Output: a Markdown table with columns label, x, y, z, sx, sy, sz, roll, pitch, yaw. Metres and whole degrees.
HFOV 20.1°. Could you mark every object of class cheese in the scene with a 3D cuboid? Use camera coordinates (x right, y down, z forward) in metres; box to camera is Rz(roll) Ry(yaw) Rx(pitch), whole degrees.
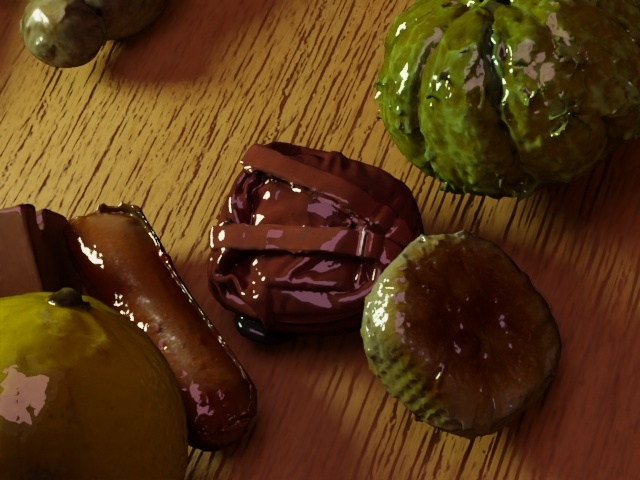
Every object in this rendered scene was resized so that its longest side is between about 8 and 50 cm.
| label | x | y | z | sx | sy | sz | roll | pitch | yaw |
| --- | --- | --- | --- | --- | --- | --- | --- | --- | --- |
| cheese | -0.327 | 0.025 | 1.884 | 0.128 | 0.177 | 0.203 | -11 | 53 | 7 |

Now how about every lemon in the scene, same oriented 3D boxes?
| label | x | y | z | sx | sy | sz | roll | pitch | yaw |
| --- | --- | --- | --- | --- | --- | --- | --- | --- | --- |
| lemon | -0.260 | 0.196 | 1.670 | 0.297 | 0.297 | 0.297 | -7 | 53 | 10 |

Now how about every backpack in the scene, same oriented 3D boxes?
| label | x | y | z | sx | sy | sz | roll | pitch | yaw |
| --- | --- | --- | --- | --- | --- | --- | --- | --- | --- |
| backpack | 0.001 | 0.002 | 1.838 | 0.229 | 0.139 | 0.229 | -7 | 53 | 9 |

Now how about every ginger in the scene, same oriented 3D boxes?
| label | x | y | z | sx | sy | sz | roll | pitch | yaw |
| --- | --- | --- | --- | --- | --- | --- | --- | --- | --- |
| ginger | -0.283 | -0.338 | 2.153 | 0.245 | 0.155 | 0.304 | -22 | 51 | -4 |

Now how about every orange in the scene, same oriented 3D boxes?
| label | x | y | z | sx | sy | sz | roll | pitch | yaw |
| --- | --- | --- | --- | --- | --- | --- | --- | --- | --- |
| orange | 0.214 | -0.169 | 1.845 | 0.301 | 0.223 | 0.300 | -13 | 37 | 22 |

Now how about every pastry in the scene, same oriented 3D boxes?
| label | x | y | z | sx | sy | sz | roll | pitch | yaw |
| --- | --- | --- | --- | --- | --- | --- | --- | --- | --- |
| pastry | 0.135 | 0.089 | 1.734 | 0.192 | 0.093 | 0.182 | 46 | 60 | 5 |

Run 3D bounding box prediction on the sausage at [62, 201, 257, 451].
| label | x | y | z | sx | sy | sz | roll | pitch | yaw |
| --- | --- | --- | --- | --- | --- | --- | --- | --- | --- |
| sausage | -0.168 | 0.087 | 1.849 | 0.102 | 0.102 | 0.330 | -30 | 54 | -8 |

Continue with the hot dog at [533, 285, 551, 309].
| label | x | y | z | sx | sy | sz | roll | pitch | yaw |
| --- | --- | --- | --- | --- | --- | --- | --- | --- | --- |
| hot dog | 0.191 | 0.050 | 1.819 | 0.090 | 0.034 | 0.030 | 31 | 68 | 30 |
